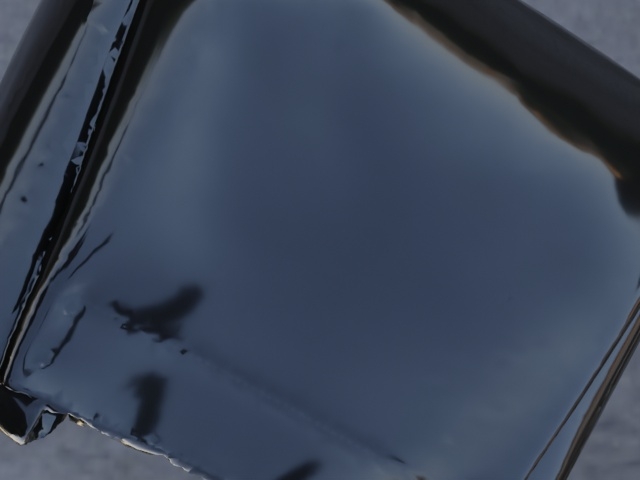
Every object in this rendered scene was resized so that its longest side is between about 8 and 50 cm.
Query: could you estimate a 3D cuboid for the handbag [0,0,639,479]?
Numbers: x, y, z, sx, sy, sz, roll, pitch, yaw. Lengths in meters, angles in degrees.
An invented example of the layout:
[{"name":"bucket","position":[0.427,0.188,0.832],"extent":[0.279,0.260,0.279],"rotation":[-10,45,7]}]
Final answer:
[{"name":"handbag","position":[0.000,0.000,0.664],"extent":[0.285,0.257,0.113],"rotation":[30,167,-21]}]
